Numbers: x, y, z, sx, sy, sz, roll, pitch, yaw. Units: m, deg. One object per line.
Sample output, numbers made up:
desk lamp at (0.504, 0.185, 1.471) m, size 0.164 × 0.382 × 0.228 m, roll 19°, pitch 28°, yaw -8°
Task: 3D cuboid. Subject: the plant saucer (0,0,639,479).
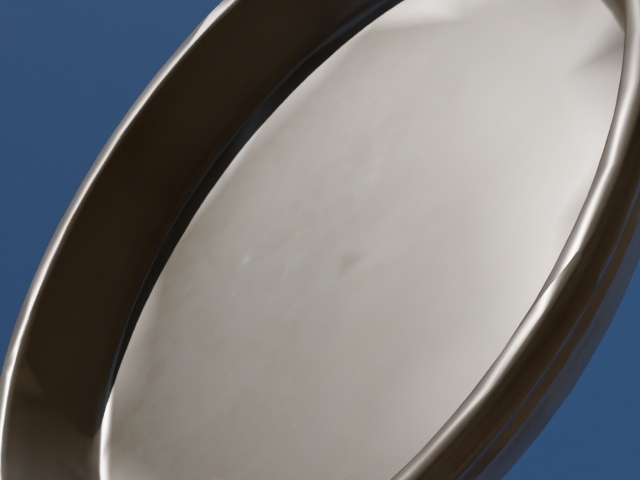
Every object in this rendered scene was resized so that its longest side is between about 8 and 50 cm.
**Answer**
plant saucer at (0.000, 0.000, 0.564) m, size 0.041 × 0.278 × 0.278 m, roll 35°, pitch -112°, yaw -31°
